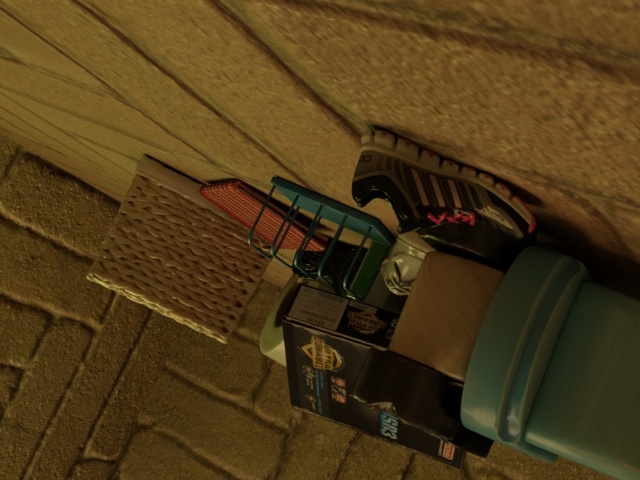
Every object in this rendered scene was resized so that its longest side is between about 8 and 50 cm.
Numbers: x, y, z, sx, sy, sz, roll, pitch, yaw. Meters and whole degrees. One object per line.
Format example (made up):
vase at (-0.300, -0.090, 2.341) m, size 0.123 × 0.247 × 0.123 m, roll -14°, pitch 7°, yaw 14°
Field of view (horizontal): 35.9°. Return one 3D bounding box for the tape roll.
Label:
tape roll at (0.011, 0.161, 1.994) m, size 0.169 × 0.246 × 0.246 m, roll 32°, pitch 172°, yaw -15°

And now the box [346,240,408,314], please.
box at (0.115, 0.067, 1.486) m, size 0.102 × 0.101 × 0.087 m, roll 32°, pitch 171°, yaw -41°

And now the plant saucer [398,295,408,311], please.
plant saucer at (0.192, 0.084, 1.379) m, size 0.169 × 0.029 × 0.168 m, roll -3°, pitch 177°, yaw 0°

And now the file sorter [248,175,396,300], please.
file sorter at (0.000, 0.000, 1.399) m, size 0.170 × 0.104 × 0.118 m, roll 24°, pitch 173°, yaw 22°

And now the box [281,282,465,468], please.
box at (0.094, 0.207, 1.474) m, size 0.293 × 0.073 × 0.295 m, roll 19°, pitch 147°, yaw 13°

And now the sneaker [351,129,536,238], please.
sneaker at (0.101, -0.031, 0.861) m, size 0.170 × 0.074 × 0.063 m, roll 25°, pitch 174°, yaw 9°

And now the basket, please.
basket at (-0.275, 0.029, 2.034) m, size 0.331 × 0.266 × 0.328 m, roll 26°, pitch 173°, yaw -7°

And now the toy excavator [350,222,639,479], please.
toy excavator at (0.312, 0.164, 0.983) m, size 0.445 × 0.222 × 0.433 m, roll 21°, pitch 173°, yaw 28°

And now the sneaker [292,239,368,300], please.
sneaker at (0.071, 0.065, 1.743) m, size 0.130 × 0.109 × 0.286 m, roll 23°, pitch -174°, yaw -36°

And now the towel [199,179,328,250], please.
towel at (-0.106, -0.046, 1.751) m, size 0.199 × 0.031 × 0.275 m, roll 34°, pitch 170°, yaw -16°

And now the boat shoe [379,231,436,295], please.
boat shoe at (0.122, 0.037, 1.307) m, size 0.079 × 0.081 × 0.227 m, roll 26°, pitch 174°, yaw 1°
